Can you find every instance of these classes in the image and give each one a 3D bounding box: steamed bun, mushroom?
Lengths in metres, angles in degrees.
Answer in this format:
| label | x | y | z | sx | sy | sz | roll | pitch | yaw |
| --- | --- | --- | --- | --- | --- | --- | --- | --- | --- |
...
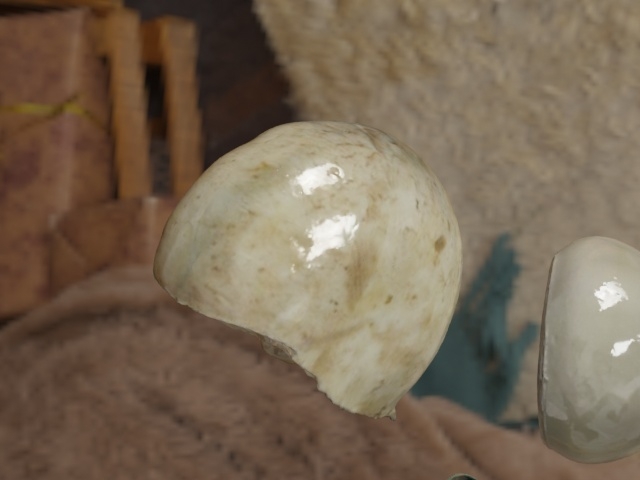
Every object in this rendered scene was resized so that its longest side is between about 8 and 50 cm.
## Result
| label | x | y | z | sx | sy | sz | roll | pitch | yaw |
| --- | --- | --- | --- | --- | --- | --- | --- | --- | --- |
| steamed bun | 0.302 | 0.113 | 2.015 | 0.145 | 0.232 | 0.231 | 4 | 90 | 13 |
| mushroom | 0.000 | 0.000 | 1.476 | 0.189 | 0.254 | 0.195 | -52 | 47 | 0 |

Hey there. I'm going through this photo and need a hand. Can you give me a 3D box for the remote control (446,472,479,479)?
| label | x | y | z | sx | sy | sz | roll | pitch | yaw |
| --- | --- | --- | --- | --- | --- | --- | --- | --- | --- |
| remote control | 0.195 | 0.299 | 1.910 | 0.072 | 0.222 | 0.042 | -48 | 22 | 12 |
